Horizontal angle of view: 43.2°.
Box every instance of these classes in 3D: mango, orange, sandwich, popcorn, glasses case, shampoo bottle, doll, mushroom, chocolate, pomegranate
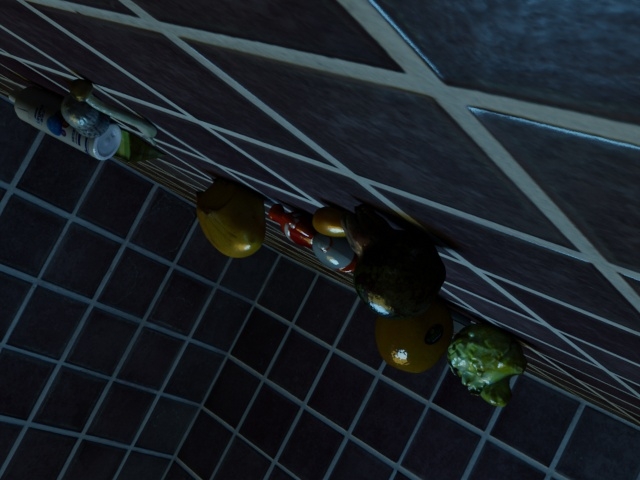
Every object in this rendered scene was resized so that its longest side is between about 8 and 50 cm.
[{"bbox_3d":[0.026,-0.029,1.267,0.089,0.046,0.060,8,167,37],"label":"mango"},{"bbox_3d":[0.222,0.215,1.935,0.206,0.206,0.206,27,176,2],"label":"orange"},{"bbox_3d":[-0.424,-0.233,1.910,0.074,0.074,0.116,24,-153,37],"label":"sandwich"},{"bbox_3d":[0.396,0.297,1.924,0.197,0.213,0.198,-6,158,-2],"label":"popcorn"},{"bbox_3d":[0.292,0.178,2.092,0.190,0.042,0.072,28,158,-10],"label":"glasses case"},{"bbox_3d":[-0.601,-0.282,1.863,0.303,0.092,0.092,27,176,20],"label":"shampoo bottle"},{"bbox_3d":[0.000,0.000,1.587,0.245,0.076,0.142,29,179,37],"label":"doll"},{"bbox_3d":[-0.339,-0.212,1.429,0.068,0.043,0.306,45,-176,21],"label":"mushroom"},{"bbox_3d":[-0.442,-0.237,1.526,0.072,0.072,0.167,27,174,1],"label":"chocolate"},{"bbox_3d":[-0.186,-0.047,1.759,0.126,0.154,0.252,22,-167,-34],"label":"mango"},{"bbox_3d":[0.100,0.024,1.084,0.125,0.163,0.138,-12,-173,8],"label":"pomegranate"}]
